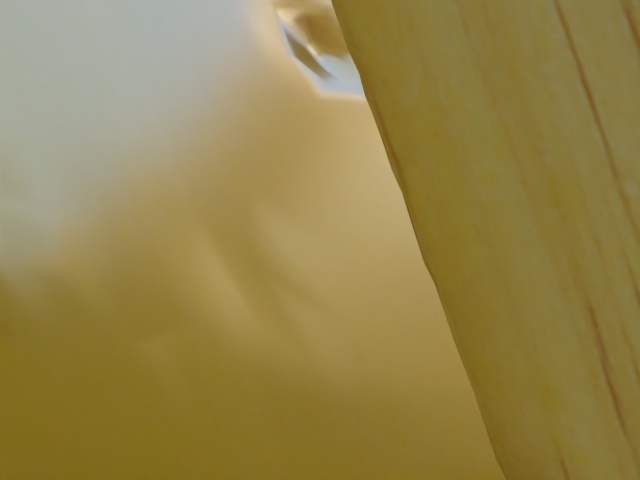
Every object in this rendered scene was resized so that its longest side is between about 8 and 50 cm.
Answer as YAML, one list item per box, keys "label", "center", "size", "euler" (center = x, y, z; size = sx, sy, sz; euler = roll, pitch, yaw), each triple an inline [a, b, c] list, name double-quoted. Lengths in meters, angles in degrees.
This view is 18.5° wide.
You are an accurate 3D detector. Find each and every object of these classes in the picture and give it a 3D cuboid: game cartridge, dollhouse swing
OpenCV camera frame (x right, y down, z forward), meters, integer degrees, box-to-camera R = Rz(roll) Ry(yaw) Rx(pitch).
- label: "game cartridge"
  center: [-0.014, -0.030, 0.475]
  size: [0.285, 0.324, 0.052]
  euler: [14, -46, -43]
- label: "dollhouse swing"
  center: [0.221, -0.098, 0.338]
  size: [0.347, 0.315, 0.305]
  euler: [-30, 18, -33]
